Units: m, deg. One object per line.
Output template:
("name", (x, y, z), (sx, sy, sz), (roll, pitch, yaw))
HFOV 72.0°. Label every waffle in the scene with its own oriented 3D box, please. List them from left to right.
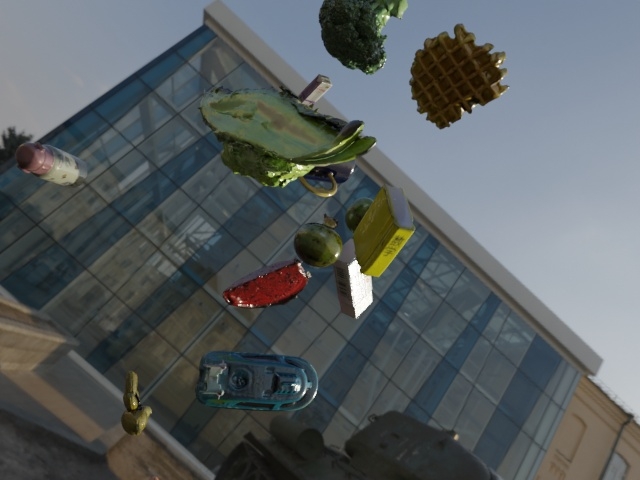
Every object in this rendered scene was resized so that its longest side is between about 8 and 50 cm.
("waffle", (0.367, -0.428, 1.208), (0.283, 0.065, 0.309), (25, -31, 26))

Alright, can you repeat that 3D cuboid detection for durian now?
("durian", (-0.060, -0.133, 0.540), (0.375, 0.132, 0.106), (29, -13, 48))

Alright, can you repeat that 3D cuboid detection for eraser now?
("eraser", (0.120, 0.143, 1.614), (0.086, 0.130, 0.287), (22, -43, 34))
("eraser", (0.164, -0.022, 1.188), (0.069, 0.158, 0.226), (10, -43, -18))

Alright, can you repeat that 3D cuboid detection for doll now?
("doll", (-0.629, 0.553, 1.508), (0.137, 0.097, 0.210), (-33, -119, 56))

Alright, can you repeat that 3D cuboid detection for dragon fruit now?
("dragon fruit", (-0.208, 0.180, 1.784), (0.282, 0.343, 0.100), (66, 1, -51))

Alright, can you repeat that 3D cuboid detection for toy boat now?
("toy boat", (-0.133, 0.334, 1.028), (0.298, 0.134, 0.092), (11, -15, -24))

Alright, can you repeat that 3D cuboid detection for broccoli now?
("broccoli", (0.128, -0.640, 1.301), (0.270, 0.270, 0.270), (55, 4, -5))

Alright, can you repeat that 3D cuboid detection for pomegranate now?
("pomegranate", (-0.003, 0.007, 1.114), (0.130, 0.130, 0.130), (34, -24, 18))
("pomegranate", (0.191, -0.073, 1.785), (0.220, 0.156, 0.156), (56, -20, 15))

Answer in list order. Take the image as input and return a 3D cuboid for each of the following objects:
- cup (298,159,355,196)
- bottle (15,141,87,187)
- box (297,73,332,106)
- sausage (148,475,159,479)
("cup", (-0.017, -0.254, 1.545), (0.256, 0.255, 0.178), (6, -12, -31))
("bottle", (-0.854, -0.241, 1.398), (0.110, 0.110, 0.233), (39, 0, 6))
("box", (-0.019, -0.471, 1.393), (0.117, 0.050, 0.036), (-33, -111, 38))
("sausage", (-0.423, 0.656, 1.143), (0.083, 0.034, 0.034), (59, -22, 6))
